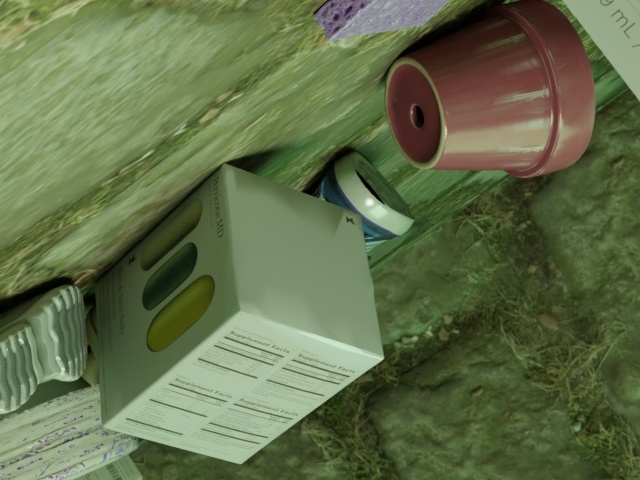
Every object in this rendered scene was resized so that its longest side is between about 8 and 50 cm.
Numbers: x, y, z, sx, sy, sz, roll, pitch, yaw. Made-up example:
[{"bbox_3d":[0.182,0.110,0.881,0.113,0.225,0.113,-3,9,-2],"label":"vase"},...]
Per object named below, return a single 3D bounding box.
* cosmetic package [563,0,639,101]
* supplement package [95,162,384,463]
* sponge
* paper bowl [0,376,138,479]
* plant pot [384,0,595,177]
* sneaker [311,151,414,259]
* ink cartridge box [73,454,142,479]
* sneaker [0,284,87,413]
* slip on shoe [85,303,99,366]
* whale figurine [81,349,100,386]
[{"bbox_3d":[0.525,-0.297,1.935,0.394,0.329,0.327,-39,172,18],"label":"cosmetic package"},{"bbox_3d":[-0.097,0.087,1.905,0.198,0.199,0.263,20,136,-34],"label":"supplement package"},{"bbox_3d":[0.085,-0.234,1.561,0.117,0.031,0.210,-38,172,28],"label":"sponge"},{"bbox_3d":[-0.372,0.238,2.035,0.284,0.148,0.284,-25,175,-2],"label":"paper bowl"},{"bbox_3d":[0.181,-0.160,1.928,0.180,0.201,0.201,-14,164,-26],"label":"plant pot"},{"bbox_3d":[0.000,0.000,2.318,0.236,0.130,0.323,-40,178,6],"label":"sneaker"},{"bbox_3d":[-0.400,0.344,2.616,0.100,0.172,0.237,-37,172,19],"label":"ink cartridge box"},{"bbox_3d":[-0.331,0.108,1.804,0.115,0.105,0.281,-1,-173,17],"label":"sneaker"},{"bbox_3d":[-0.203,0.107,2.127,0.101,0.123,0.331,-26,-179,17],"label":"slip on shoe"},{"bbox_3d":[-0.210,0.193,2.351,0.272,0.141,0.216,-10,-168,39],"label":"whale figurine"}]
